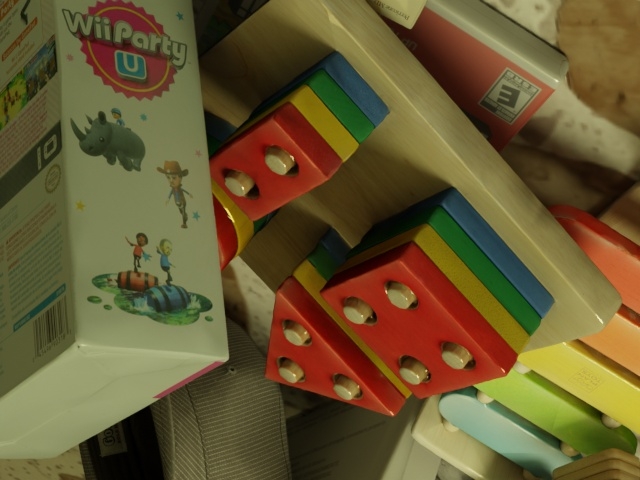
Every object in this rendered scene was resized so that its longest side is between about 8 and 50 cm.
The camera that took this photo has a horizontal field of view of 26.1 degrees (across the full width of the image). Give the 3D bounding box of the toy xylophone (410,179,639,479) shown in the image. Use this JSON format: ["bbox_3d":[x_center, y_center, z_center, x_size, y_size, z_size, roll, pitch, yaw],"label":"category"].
[{"bbox_3d":[0.210,0.085,0.906,0.236,0.081,0.322,27,142,0],"label":"toy xylophone"}]

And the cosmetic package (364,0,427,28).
[{"bbox_3d":[0.050,-0.176,0.724,0.060,0.041,0.115,26,128,-1],"label":"cosmetic package"}]

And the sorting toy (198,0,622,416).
[{"bbox_3d":[0.000,0.000,0.830,0.257,0.089,0.255,47,149,-11],"label":"sorting toy"}]

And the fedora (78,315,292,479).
[{"bbox_3d":[-0.102,0.152,1.061,0.124,0.275,0.243,-6,125,-24],"label":"fedora"}]

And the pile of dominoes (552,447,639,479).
[{"bbox_3d":[0.263,0.209,0.970,0.251,0.040,0.196,25,142,-30],"label":"pile of dominoes"}]

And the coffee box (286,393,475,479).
[{"bbox_3d":[0.043,0.366,1.108,0.334,0.338,0.338,41,140,-17],"label":"coffee box"}]

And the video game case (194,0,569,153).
[{"bbox_3d":[0.002,-0.080,0.891,0.204,0.025,0.285,32,141,-5],"label":"video game case"}]

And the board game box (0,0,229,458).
[{"bbox_3d":[-0.161,-0.045,0.807,0.098,0.303,0.224,6,156,-36],"label":"board game box"}]
